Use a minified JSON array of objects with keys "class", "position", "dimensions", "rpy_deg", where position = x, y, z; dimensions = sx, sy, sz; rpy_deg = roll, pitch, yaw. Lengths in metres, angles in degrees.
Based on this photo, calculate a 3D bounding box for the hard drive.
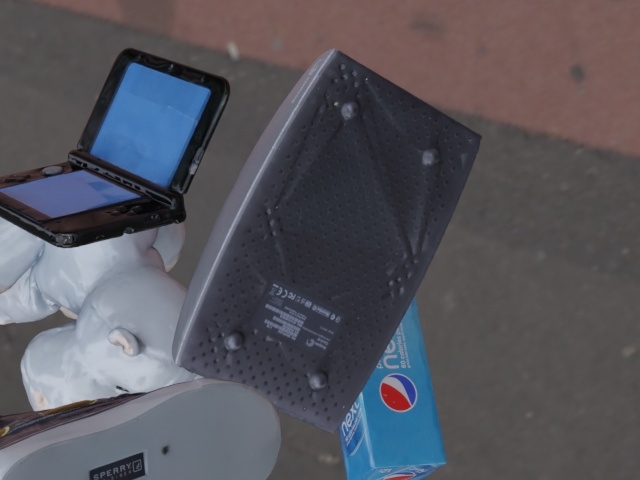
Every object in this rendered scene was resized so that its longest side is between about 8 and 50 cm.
[{"class":"hard drive","position":[0.000,0.000,1.376],"dimensions":[0.054,0.172,0.254],"rpy_deg":[25,89,57]}]

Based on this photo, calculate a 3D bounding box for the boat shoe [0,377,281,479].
[{"class":"boat shoe","position":[-0.106,0.099,0.871],"dimensions":[0.083,0.183,0.065],"rpy_deg":[5,99,43]}]

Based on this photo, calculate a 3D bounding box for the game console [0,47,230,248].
[{"class":"game console","position":[-0.119,-0.051,0.973],"dimensions":[0.122,0.107,0.071],"rpy_deg":[23,122,54]}]

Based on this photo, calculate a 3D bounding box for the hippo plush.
[{"class":"hippo plush","position":[-0.173,0.052,1.666],"dimensions":[0.294,0.234,0.236],"rpy_deg":[-36,63,16]}]

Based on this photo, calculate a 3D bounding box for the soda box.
[{"class":"soda box","position":[0.049,0.108,1.634],"dimensions":[0.067,0.071,0.210],"rpy_deg":[131,134,-58]}]
